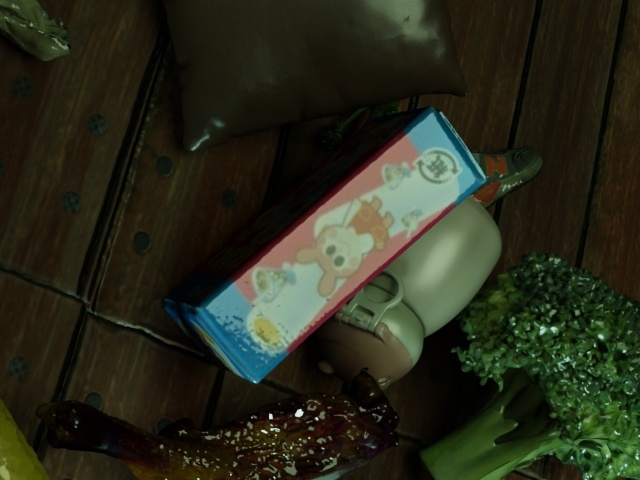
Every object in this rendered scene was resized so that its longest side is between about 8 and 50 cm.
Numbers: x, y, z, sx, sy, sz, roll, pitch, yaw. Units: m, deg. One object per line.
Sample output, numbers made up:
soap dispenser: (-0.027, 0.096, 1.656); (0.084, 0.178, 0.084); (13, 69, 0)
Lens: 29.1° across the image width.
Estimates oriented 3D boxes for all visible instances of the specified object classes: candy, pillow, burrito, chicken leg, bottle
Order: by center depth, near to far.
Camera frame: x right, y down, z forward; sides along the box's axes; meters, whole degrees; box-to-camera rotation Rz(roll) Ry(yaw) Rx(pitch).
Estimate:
burrito: (-0.320, -0.242, 1.111); (0.229, 0.058, 0.063); (36, 68, -27)
chicken leg: (-0.089, 0.198, 1.164); (0.407, 0.158, 0.096); (8, 40, -39)
candy: (0.001, 0.001, 1.205); (0.306, 0.157, 0.100); (-40, 103, -15)
pillow: (-0.024, -0.264, 1.248); (0.305, 0.108, 0.308); (-14, 99, -5)
bottle: (0.083, 0.058, 1.336); (0.147, 0.147, 0.236); (47, 63, -24)

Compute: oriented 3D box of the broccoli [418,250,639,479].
broccoli: (0.258, 0.158, 1.422); (0.375, 0.301, 0.249); (48, 32, -57)

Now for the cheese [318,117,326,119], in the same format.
cheese: (0.016, -0.266, 1.370); (0.163, 0.070, 0.249); (-18, 101, -34)

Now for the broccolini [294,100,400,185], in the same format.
broccolini: (0.060, -0.179, 1.412); (0.074, 0.078, 0.392); (38, 55, -28)

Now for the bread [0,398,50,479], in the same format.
bread: (-0.368, 0.228, 0.936); (0.323, 0.143, 0.333); (-34, 100, -36)

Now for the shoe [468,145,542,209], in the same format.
shoe: (0.196, -0.083, 1.493); (0.194, 0.074, 0.077); (-32, 98, -35)
